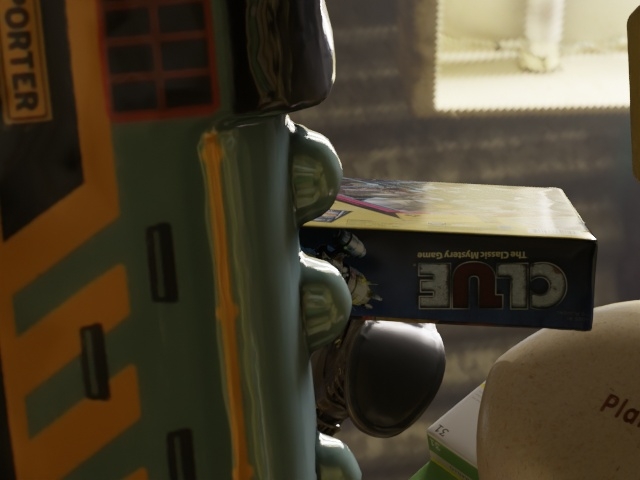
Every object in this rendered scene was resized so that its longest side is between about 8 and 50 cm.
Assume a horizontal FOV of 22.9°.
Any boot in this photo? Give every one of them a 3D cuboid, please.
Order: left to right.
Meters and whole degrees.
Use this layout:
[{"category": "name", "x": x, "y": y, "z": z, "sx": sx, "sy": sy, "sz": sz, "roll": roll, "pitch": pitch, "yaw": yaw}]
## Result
[{"category": "boot", "x": 0.035, "y": 0.142, "z": 1.556, "sx": 0.091, "sy": 0.263, "sz": 0.229, "roll": 25, "pitch": -49, "yaw": -9}]

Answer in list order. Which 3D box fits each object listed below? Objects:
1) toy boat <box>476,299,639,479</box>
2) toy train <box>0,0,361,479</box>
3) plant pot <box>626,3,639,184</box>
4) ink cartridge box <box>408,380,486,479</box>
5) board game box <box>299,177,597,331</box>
[{"category": "toy boat", "x": 0.159, "y": 0.183, "z": 0.857, "sx": 0.318, "sy": 0.267, "sz": 0.148, "roll": -50, "pitch": -50, "yaw": -7}, {"category": "toy train", "x": -0.086, "y": 0.016, "z": 0.437, "sx": 0.190, "sy": 0.142, "sz": 0.334, "roll": -5, "pitch": -82, "yaw": 1}, {"category": "plant pot", "x": 0.351, "y": -0.115, "z": 1.229, "sx": 0.212, "sy": 0.187, "sz": 0.212, "roll": -7, "pitch": -81, "yaw": -20}, {"category": "ink cartridge box", "x": 0.168, "y": 0.249, "z": 1.598, "sx": 0.235, "sy": 0.171, "sz": 0.056, "roll": -35, "pitch": -43, "yaw": -26}, {"category": "board game box", "x": 0.000, "y": 0.000, "z": 0.751, "sx": 0.243, "sy": 0.165, "sz": 0.042, "roll": 3, "pitch": -80, "yaw": 3}]
